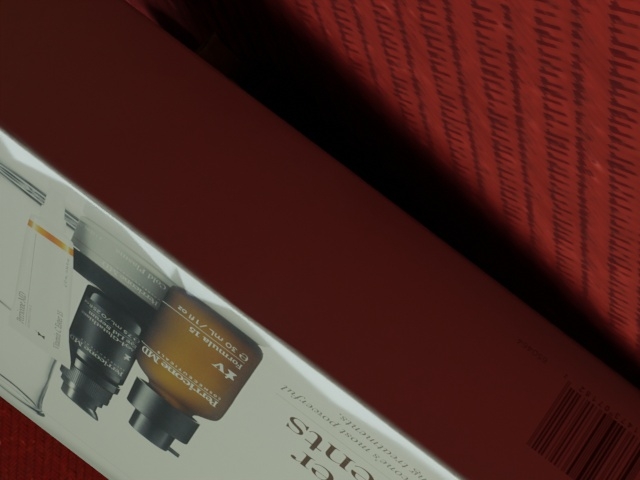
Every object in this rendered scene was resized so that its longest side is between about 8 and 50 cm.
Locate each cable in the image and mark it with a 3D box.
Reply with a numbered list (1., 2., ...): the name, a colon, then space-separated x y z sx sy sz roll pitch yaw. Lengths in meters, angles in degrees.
1. cable: 0.000 0.000 0.964 0.287 0.072 0.139 49 167 -15

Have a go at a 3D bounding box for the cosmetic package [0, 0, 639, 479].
1. cosmetic package: -0.039 0.061 0.921 0.377 0.097 0.284 37 154 3
